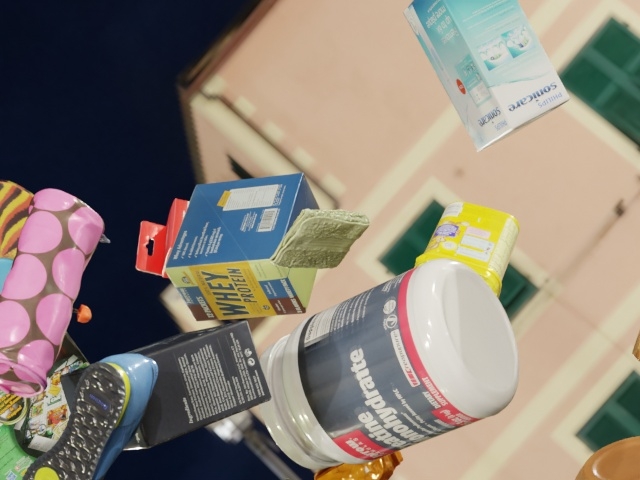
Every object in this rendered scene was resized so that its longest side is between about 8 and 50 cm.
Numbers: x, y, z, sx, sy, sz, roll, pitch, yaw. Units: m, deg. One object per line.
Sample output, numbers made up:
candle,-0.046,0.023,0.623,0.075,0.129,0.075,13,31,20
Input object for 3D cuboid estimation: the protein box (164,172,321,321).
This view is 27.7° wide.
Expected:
protein box,-0.118,0.011,2.148,0.199,0.201,0.136,-75,-30,-41

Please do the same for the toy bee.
toy bee,-0.406,0.063,1.839,0.162,0.195,0.298,2,-63,-14

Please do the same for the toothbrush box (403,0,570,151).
toothbrush box,0.287,-0.327,2.281,0.126,0.295,0.216,-29,0,-11

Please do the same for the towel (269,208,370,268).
towel,0.000,0.000,1.896,0.148,0.027,0.110,3,-49,-48

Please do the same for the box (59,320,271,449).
box,-0.165,0.155,1.375,0.158,0.093,0.156,-19,1,-36

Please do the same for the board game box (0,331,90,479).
board game box,-0.410,0.255,1.777,0.260,0.136,0.030,-41,20,-32

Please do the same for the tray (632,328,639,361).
tray,0.644,0.087,1.792,0.411,0.076,0.202,3,-65,-22

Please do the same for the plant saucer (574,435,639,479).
plant saucer,0.501,0.367,2.080,0.200,0.037,0.200,-18,13,5

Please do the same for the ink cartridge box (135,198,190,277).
ink cartridge box,-0.208,0.007,2.343,0.134,0.231,0.078,-92,18,-46

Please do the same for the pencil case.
pencil case,-0.284,0.056,1.306,0.098,0.095,0.209,-34,32,48

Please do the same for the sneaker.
sneaker,-0.215,0.198,1.235,0.209,0.069,0.082,-60,-21,16

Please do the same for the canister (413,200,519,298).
canister,0.216,0.021,1.900,0.170,0.126,0.073,-59,-20,-50

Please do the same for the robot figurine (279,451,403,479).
robot figurine,0.015,0.424,1.879,0.291,0.211,0.085,-36,-21,21

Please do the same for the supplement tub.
supplement tub,0.078,0.152,1.533,0.272,0.191,0.191,-27,-4,32
